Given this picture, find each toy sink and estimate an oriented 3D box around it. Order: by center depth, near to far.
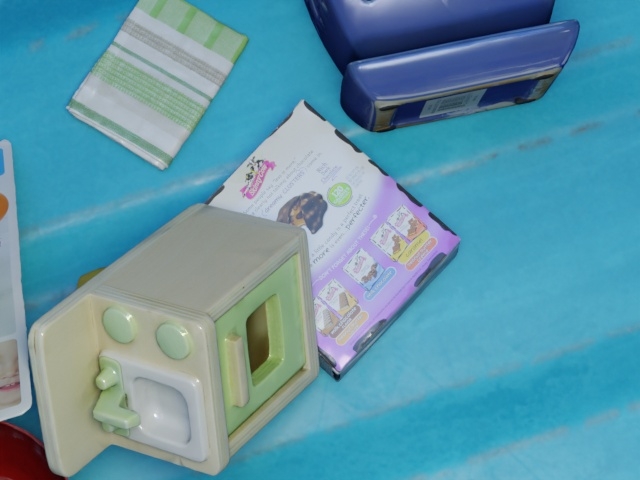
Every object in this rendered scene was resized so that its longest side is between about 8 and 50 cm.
[{"bbox_3d":[-0.113,0.095,1.652,0.131,0.153,0.234,14,33,31],"label":"toy sink"}]

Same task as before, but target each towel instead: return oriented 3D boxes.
[{"bbox_3d":[-0.151,-0.153,1.853,0.113,0.023,0.152,32,77,5],"label":"towel"}]

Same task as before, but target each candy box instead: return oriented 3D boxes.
[{"bbox_3d":[0.000,0.000,1.790,0.196,0.070,0.165,42,81,8],"label":"candy box"}]

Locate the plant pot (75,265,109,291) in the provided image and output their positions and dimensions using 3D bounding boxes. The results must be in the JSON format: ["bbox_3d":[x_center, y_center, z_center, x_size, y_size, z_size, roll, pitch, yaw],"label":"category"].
[{"bbox_3d":[-0.177,0.065,1.775,0.083,0.081,0.081,8,78,14],"label":"plant pot"}]

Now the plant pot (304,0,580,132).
[{"bbox_3d":[0.104,-0.221,1.763,0.236,0.236,0.212,-12,85,-2],"label":"plant pot"}]

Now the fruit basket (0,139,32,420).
[{"bbox_3d":[-0.412,0.060,1.690,0.327,0.165,0.353,-16,49,3],"label":"fruit basket"}]

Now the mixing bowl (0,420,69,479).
[{"bbox_3d":[-0.296,0.248,1.723,0.181,0.098,0.181,0,78,1],"label":"mixing bowl"}]
